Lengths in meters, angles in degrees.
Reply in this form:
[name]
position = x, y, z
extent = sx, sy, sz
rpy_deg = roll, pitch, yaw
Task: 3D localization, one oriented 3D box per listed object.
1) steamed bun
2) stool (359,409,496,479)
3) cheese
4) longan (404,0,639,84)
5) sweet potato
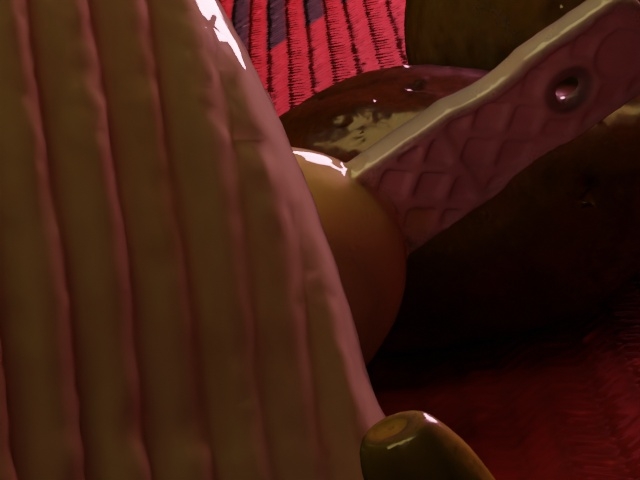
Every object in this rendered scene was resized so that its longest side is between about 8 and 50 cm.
[steamed bun]
position = -0.142, 0.054, 0.433
extent = 0.272, 0.290, 0.273
rpy_deg = -14, 1, 38
[stool]
position = 0.083, 0.078, 0.365
extent = 0.135, 0.110, 0.134
rpy_deg = -10, 21, 29
[cheese]
position = 0.000, 0.000, 0.578
extent = 0.255, 0.127, 0.050
rpy_deg = -36, 38, 3
[longan]
position = 0.110, -0.103, 0.738
extent = 0.155, 0.176, 0.145
rpy_deg = 2, 4, 18
[sweet potato]
position = 0.020, -0.009, 0.676
extent = 0.359, 0.112, 0.112
rpy_deg = -11, 21, 34
